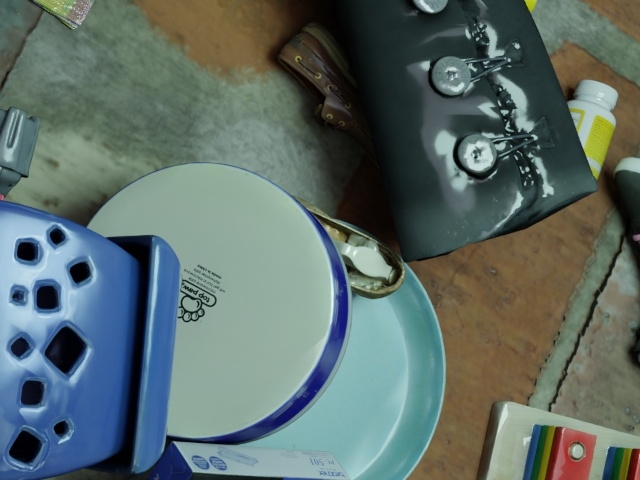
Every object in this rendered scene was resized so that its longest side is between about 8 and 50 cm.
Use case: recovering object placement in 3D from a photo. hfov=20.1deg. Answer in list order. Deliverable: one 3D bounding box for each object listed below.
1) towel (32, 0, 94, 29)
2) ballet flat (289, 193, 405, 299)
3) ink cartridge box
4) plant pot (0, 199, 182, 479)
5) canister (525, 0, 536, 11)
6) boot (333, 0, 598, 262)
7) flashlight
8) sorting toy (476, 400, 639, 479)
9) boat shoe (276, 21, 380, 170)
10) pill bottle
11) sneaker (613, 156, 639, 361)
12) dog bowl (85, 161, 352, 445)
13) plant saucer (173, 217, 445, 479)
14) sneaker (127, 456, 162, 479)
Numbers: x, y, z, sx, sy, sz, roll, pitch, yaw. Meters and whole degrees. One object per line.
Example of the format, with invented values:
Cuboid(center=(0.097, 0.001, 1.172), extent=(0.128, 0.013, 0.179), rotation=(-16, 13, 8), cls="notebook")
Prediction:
Cuboid(center=(-0.248, -0.258, 1.787), extent=(0.060, 0.009, 0.083), rotation=(31, 75, -19), cls="towel")
Cuboid(center=(0.000, 0.000, 1.805), extent=(0.206, 0.067, 0.073), rotation=(21, 80, -21), cls="ballet flat")
Cuboid(center=(-0.075, 0.244, 1.707), extent=(0.207, 0.046, 0.097), rotation=(10, 121, -44), cls="ink cartridge box")
Cuboid(center=(-0.250, 0.092, 1.542), extent=(0.212, 0.236, 0.236), rotation=(8, 84, -29), cls="plant pot")
Cuboid(center=(0.146, -0.302, 1.930), extent=(0.170, 0.073, 0.126), rotation=(0, 87, -25), cls="canister")
Cuboid(center=(0.039, -0.187, 1.792), extent=(0.367, 0.146, 0.445), rotation=(-19, 97, -7), cls="boot")
Cuboid(center=(-0.333, 0.022, 1.678), extent=(0.103, 0.103, 0.304), rotation=(14, 85, 12), cls="flashlight")
Cuboid(center=(0.291, 0.327, 1.949), extent=(0.257, 0.089, 0.255), rotation=(17, 81, -22), cls="sorting toy")
Cuboid(center=(0.020, -0.140, 1.873), extent=(0.060, 0.064, 0.178), rotation=(-37, 95, -16), cls="boat shoe")
Cuboid(center=(0.288, -0.115, 1.985), extent=(0.065, 0.065, 0.116), rotation=(25, 78, -21), cls="pill bottle")
Cuboid(center=(0.392, 0.054, 1.999), extent=(0.147, 0.104, 0.296), rotation=(-45, 109, -25), cls="sneaker")
Cuboid(center=(-0.107, 0.062, 1.713), extent=(0.265, 0.104, 0.265), rotation=(-1, 80, 9), cls="dog bowl")
Cuboid(center=(-0.021, 0.134, 1.848), extent=(0.317, 0.043, 0.318), rotation=(1, 87, -23), cls="plant saucer")
Cuboid(center=(-0.242, 0.275, 1.709), extent=(0.252, 0.103, 0.111), rotation=(-36, 103, -22), cls="sneaker")
